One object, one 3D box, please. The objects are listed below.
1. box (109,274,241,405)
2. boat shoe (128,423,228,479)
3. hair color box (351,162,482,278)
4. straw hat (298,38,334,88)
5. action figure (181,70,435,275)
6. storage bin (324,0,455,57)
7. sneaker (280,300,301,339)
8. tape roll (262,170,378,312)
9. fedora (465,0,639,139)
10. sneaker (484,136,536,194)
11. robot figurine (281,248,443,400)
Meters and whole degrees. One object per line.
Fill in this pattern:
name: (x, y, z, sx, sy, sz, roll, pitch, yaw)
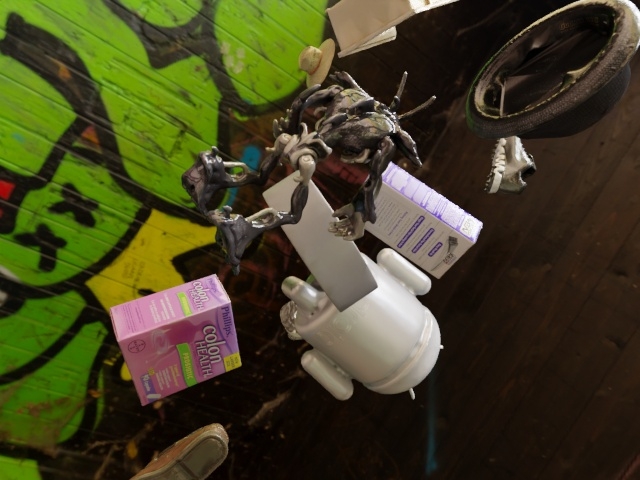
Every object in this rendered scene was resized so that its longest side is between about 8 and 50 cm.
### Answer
box: (-0.325, 0.227, 1.091, 0.117, 0.242, 0.214, 45, -35, 47)
boat shoe: (-0.345, 0.541, 1.088, 0.307, 0.111, 0.104, -30, -173, -10)
hair color box: (0.260, -0.062, 1.352, 0.110, 0.338, 0.185, -50, 174, -42)
straw hat: (-0.025, -0.492, 1.293, 0.144, 0.061, 0.145, -29, -126, 50)
action figure: (-0.005, -0.084, 0.524, 0.275, 0.164, 0.141, -30, 160, -17)
storage bin: (0.194, -0.591, 1.184, 0.260, 0.123, 0.262, -32, -165, -34)
sneaker: (0.056, 0.254, 1.634, 0.182, 0.410, 0.158, 106, -29, -57)
tape roll: (0.000, 0.000, 0.730, 0.072, 0.219, 0.219, -34, -151, 0)
fedora: (0.458, -0.295, 0.920, 0.334, 0.152, 0.334, -38, -147, 30)
sneaker: (0.483, -0.201, 1.179, 0.078, 0.106, 0.234, 88, 21, -59)
robot figurine: (0.091, 0.163, 0.930, 0.300, 0.353, 0.200, -52, -166, -5)
